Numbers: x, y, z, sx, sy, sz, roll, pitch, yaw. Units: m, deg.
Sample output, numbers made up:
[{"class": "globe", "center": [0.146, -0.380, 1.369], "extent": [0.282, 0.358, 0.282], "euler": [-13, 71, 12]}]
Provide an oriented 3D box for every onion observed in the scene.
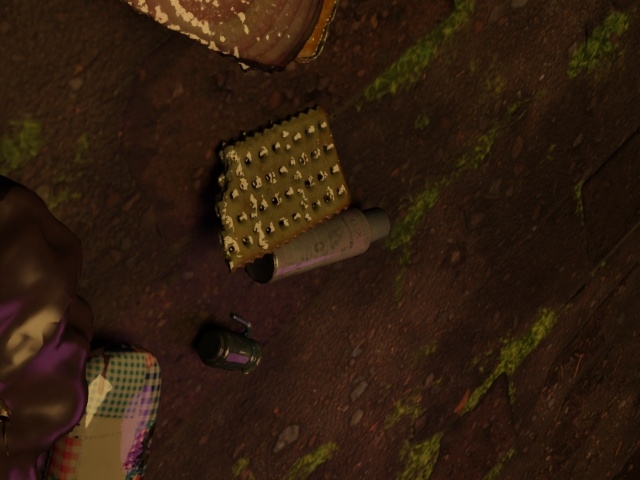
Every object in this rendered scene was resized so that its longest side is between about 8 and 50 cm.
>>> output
[{"class": "onion", "center": [-0.104, -0.294, 1.013], "extent": [0.250, 0.111, 0.247], "euler": [23, 80, -40]}]

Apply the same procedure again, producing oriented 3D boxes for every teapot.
[{"class": "teapot", "center": [-0.114, 0.128, 1.339], "extent": [0.049, 0.063, 0.083], "euler": [-34, 151, 20]}]

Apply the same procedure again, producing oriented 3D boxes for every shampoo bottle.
[{"class": "shampoo bottle", "center": [0.000, 0.000, 1.356], "extent": [0.214, 0.072, 0.072], "euler": [-16, 126, -42]}]

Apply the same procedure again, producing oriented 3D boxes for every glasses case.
[{"class": "glasses case", "center": [-0.261, 0.265, 1.232], "extent": [0.125, 0.076, 0.327], "euler": [-7, 119, -49]}]

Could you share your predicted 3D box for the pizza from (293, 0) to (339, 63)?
[{"class": "pizza", "center": [-0.016, -0.299, 1.160], "extent": [0.176, 0.036, 0.184], "euler": [-54, 139, -12]}]

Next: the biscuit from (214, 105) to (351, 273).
[{"class": "biscuit", "center": [-0.048, -0.066, 1.255], "extent": [0.203, 0.016, 0.144], "euler": [-27, 109, -38]}]

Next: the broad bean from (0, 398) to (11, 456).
[{"class": "broad bean", "center": [-0.355, 0.165, 0.753], "extent": [0.318, 0.056, 0.098], "euler": [-13, 121, -39]}]

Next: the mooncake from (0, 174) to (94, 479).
[{"class": "mooncake", "center": [-0.365, 0.095, 0.907], "extent": [0.381, 0.212, 0.350], "euler": [14, 97, -54]}]
